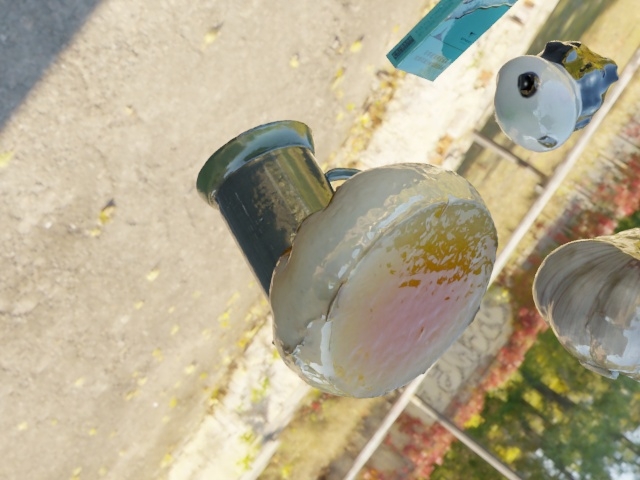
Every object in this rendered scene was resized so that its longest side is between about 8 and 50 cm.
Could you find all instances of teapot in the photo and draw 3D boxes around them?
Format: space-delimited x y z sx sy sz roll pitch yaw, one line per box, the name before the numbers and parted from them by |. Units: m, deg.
teapot | 0.000 0.000 1.272 0.270 0.337 0.200 -25 159 -14

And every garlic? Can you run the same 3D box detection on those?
garlic | 0.500 0.103 1.345 0.322 0.322 0.241 -31 109 -50

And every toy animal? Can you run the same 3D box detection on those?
toy animal | 0.467 -0.297 1.793 0.267 0.212 0.212 -30 152 -32

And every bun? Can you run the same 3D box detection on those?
bun | 0.055 0.035 0.994 0.299 0.165 0.299 -25 133 -30

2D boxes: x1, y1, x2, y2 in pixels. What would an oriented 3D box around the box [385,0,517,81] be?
box | 0.240 -0.384 1.521 0.229 0.041 0.162 -43 160 25
